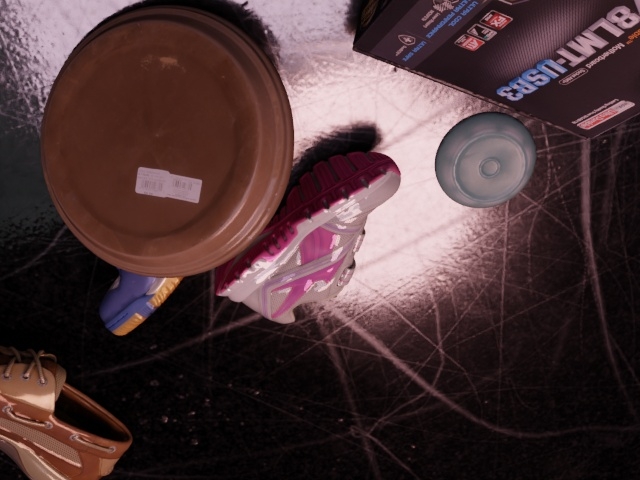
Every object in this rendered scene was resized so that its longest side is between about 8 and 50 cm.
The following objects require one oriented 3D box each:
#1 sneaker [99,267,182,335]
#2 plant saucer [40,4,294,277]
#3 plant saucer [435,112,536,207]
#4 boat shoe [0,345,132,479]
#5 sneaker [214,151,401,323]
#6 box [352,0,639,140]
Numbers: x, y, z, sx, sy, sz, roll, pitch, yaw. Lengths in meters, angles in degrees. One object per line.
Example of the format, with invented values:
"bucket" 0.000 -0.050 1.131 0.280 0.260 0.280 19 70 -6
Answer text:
"sneaker" -0.174 -0.033 0.980 0.131 0.112 0.296 35 104 -7
"plant saucer" -0.163 -0.099 0.891 0.278 0.041 0.278 1 92 14
"plant saucer" 0.192 -0.087 1.021 0.119 0.021 0.119 -2 118 -4
"boat shoe" -0.357 0.180 1.061 0.120 0.122 0.324 -38 123 8
"sneaker" 0.000 0.000 1.011 0.252 0.103 0.111 -38 119 21
"box" 0.215 -0.209 0.826 0.293 0.295 0.073 19 74 -15
